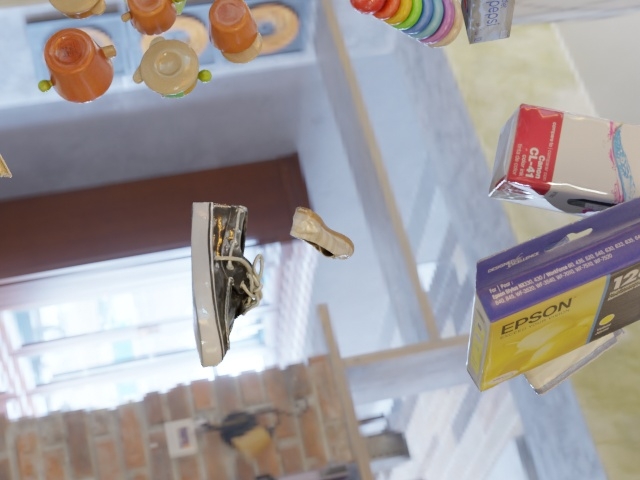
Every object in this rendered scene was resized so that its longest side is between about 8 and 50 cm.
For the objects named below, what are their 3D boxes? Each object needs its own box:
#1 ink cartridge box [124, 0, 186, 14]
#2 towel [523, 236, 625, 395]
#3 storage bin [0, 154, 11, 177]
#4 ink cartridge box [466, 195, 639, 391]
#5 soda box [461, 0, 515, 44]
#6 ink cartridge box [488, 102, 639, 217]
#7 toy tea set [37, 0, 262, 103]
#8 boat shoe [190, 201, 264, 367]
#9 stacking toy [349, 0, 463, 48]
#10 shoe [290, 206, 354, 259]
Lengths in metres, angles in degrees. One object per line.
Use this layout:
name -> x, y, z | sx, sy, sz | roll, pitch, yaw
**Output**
ink cartridge box -> -0.339, -0.671, 2.339 | 0.207, 0.119, 0.353 | 59, 38, -49
towel -> 0.428, 0.140, 2.049 | 0.285, 0.209, 0.034 | 54, -1, -29
storage bin -> -0.587, -0.111, 1.453 | 0.123, 0.262, 0.260 | 27, -32, 42
ink cartridge box -> 0.368, 0.081, 1.644 | 0.307, 0.304, 0.072 | 85, -19, -59
soda box -> 0.337, -0.509, 2.205 | 0.286, 0.091, 0.098 | 76, 5, -69
ink cartridge box -> 0.435, -0.109, 1.737 | 0.226, 0.306, 0.131 | 69, 34, -84
toy tea set -> -0.258, -0.289, 1.646 | 0.124, 0.336, 0.200 | 84, 17, -74
boat shoe -> -0.135, 0.058, 1.602 | 0.306, 0.105, 0.113 | -99, -170, -52
stacking toy -> 0.198, -0.567, 2.665 | 0.141, 0.330, 0.141 | -8, -101, 43
shoe -> 0.000, 0.000, 2.189 | 0.219, 0.077, 0.058 | 40, 66, -55
